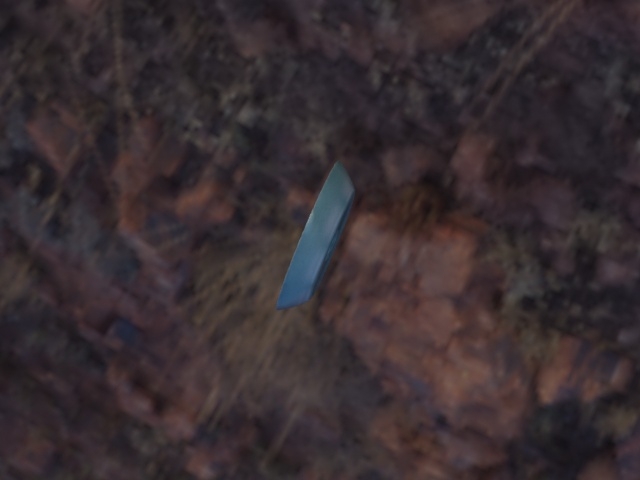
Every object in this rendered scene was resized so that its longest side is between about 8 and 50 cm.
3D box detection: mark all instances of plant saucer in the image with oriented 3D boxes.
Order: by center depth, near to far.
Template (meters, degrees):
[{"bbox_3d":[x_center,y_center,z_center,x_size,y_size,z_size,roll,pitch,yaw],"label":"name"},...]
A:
[{"bbox_3d":[0.000,0.000,1.256,0.021,0.119,0.119,22,148,4],"label":"plant saucer"}]
